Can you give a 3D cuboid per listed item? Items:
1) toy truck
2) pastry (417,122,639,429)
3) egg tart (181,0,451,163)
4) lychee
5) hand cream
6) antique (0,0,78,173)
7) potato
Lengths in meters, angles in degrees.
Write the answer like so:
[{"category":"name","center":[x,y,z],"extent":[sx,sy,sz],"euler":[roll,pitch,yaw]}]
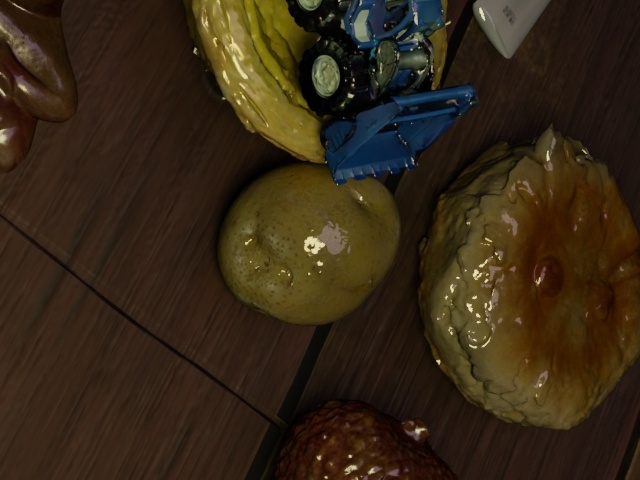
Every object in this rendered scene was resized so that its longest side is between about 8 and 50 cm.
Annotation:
[{"category":"toy truck","center":[0.058,-0.160,1.385],"extent":[0.113,0.126,0.208],"euler":[-14,97,-43]},{"category":"pastry","center":[0.225,0.049,1.689],"extent":[0.329,0.136,0.330],"euler":[1,88,-43]},{"category":"egg tart","center":[-0.015,-0.238,1.497],"extent":[0.345,0.132,0.345],"euler":[4,84,-41]},{"category":"lychee","center":[0.041,0.242,1.489],"extent":[0.194,0.194,0.194],"euler":[3,85,-41]},{"category":"hand cream","center":[0.256,-0.311,1.801],"extent":[0.079,0.048,0.255],"euler":[52,59,-20]},{"category":"antique","center":[-0.283,-0.180,1.267],"extent":[0.143,0.121,0.257],"euler":[-11,94,-34]},{"category":"potato","center":[0.000,0.000,1.502],"extent":[0.194,0.157,0.157],"euler":[-20,101,-56]}]
